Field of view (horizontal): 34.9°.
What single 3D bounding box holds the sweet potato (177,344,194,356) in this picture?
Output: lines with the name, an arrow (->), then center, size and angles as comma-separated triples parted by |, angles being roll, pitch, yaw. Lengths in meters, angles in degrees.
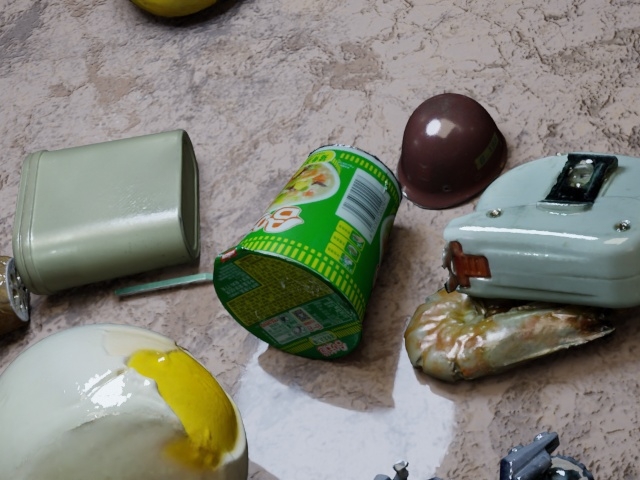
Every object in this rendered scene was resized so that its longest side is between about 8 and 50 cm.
sweet potato -> -0.276, 0.183, 1.334 | 0.292, 0.097, 0.097 | -8, 52, 22

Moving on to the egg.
egg -> -0.237, 0.229, 1.119 | 0.283, 0.283, 0.345 | -41, 29, -14

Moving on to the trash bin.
trash bin -> -0.308, -0.048, 1.499 | 0.248, 0.121, 0.243 | -11, 52, 5

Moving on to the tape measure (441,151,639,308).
tape measure -> 0.300, -0.022, 1.236 | 0.243, 0.125, 0.246 | 5, 38, 31

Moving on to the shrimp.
shrimp -> 0.245, 0.094, 1.250 | 0.295, 0.062, 0.154 | -9, 46, 13

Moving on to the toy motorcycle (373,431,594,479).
toy motorcycle -> 0.155, 0.290, 1.103 | 0.270, 0.106, 0.159 | -30, 57, -1

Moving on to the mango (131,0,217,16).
mango -> -0.232, -0.582, 1.811 | 0.302, 0.220, 0.445 | 1, 51, 21

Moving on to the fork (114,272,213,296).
fork -> -0.178, 0.055, 1.440 | 0.235, 0.021, 0.039 | -12, 48, 11

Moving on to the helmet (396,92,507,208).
helmet -> 0.171, -0.139, 1.420 | 0.155, 0.106, 0.175 | 30, 72, 33

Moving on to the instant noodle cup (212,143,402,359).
instant noodle cup -> 0.000, 0.000, 1.319 | 0.207, 0.207, 0.232 | 11, 52, 24

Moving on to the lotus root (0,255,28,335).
lotus root -> -0.470, 0.078, 1.454 | 0.081, 0.112, 0.122 | -13, 50, -1
